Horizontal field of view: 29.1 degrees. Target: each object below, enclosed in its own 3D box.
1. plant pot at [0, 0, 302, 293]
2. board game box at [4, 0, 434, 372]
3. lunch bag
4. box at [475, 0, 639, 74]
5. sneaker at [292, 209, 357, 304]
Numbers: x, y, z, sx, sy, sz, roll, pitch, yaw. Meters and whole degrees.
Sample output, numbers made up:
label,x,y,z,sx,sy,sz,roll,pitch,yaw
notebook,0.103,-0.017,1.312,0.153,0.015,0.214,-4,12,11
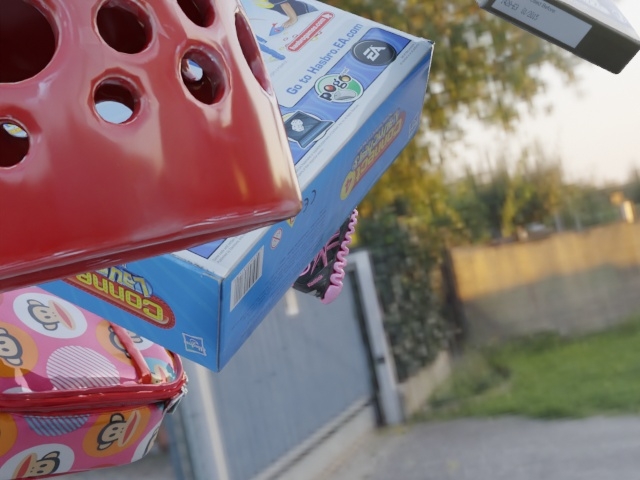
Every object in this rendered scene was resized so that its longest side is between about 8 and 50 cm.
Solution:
label,x,y,z,sx,sy,sz,roll,pitch,yaw
plant pot,-0.116,-0.069,0.470,0.191,0.174,0.191,-12,1,0
board game box,-0.120,-0.088,0.881,0.302,0.086,0.308,23,45,18
lunch bag,-0.258,0.080,1.098,0.258,0.293,0.120,3,-56,-43
box,0.141,-0.220,0.923,0.136,0.225,0.036,18,-58,-31
sneaker,0.000,0.000,1.203,0.057,0.119,0.047,15,-15,-12
